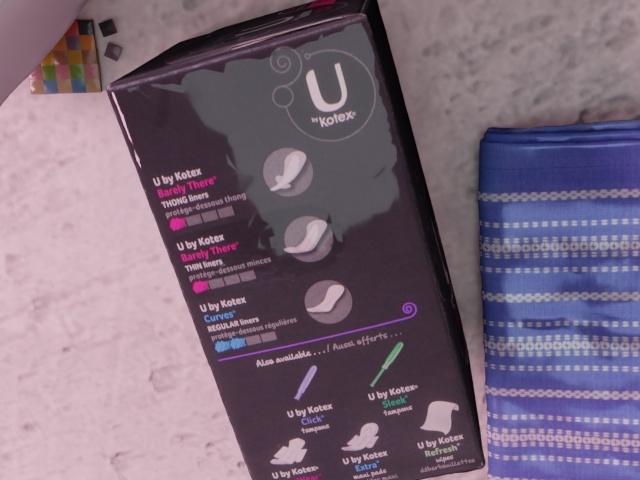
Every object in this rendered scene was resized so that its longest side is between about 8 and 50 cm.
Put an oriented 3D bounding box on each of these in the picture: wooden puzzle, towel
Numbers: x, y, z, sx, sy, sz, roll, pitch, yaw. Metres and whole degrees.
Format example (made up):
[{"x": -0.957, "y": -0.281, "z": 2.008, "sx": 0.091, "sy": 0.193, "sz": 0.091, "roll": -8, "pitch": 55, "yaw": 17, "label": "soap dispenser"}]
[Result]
[{"x": -0.175, "y": -0.125, "z": 0.580, "sx": 0.083, "sy": 0.006, "sz": 0.049, "roll": 0, "pitch": 111, "yaw": 4, "label": "wooden puzzle"}, {"x": 0.232, "y": 0.083, "z": 0.576, "sx": 0.243, "sy": 0.040, "sz": 0.336, "roll": 0, "pitch": 105, "yaw": 17, "label": "towel"}]

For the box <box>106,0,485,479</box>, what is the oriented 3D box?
[{"x": 0.000, "y": 0.000, "z": 0.530, "sx": 0.143, "sy": 0.165, "sz": 0.270, "roll": -14, "pitch": 109, "yaw": 9, "label": "box"}]

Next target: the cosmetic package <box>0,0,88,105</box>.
[{"x": -0.320, "y": -0.260, "z": 0.418, "sx": 0.453, "sy": 0.161, "sz": 0.230, "roll": 39, "pitch": 83, "yaw": -11, "label": "cosmetic package"}]
